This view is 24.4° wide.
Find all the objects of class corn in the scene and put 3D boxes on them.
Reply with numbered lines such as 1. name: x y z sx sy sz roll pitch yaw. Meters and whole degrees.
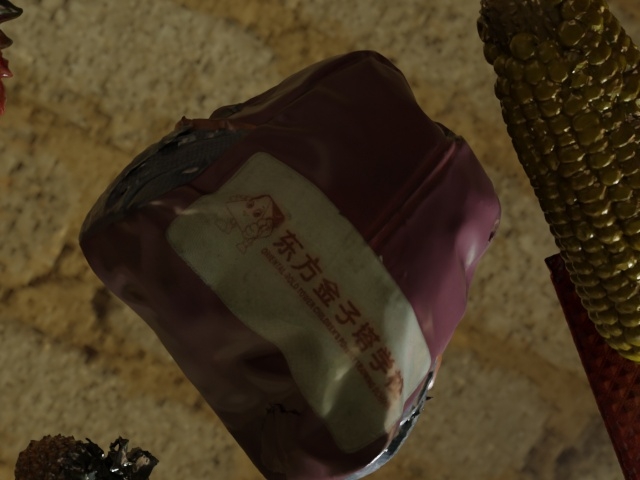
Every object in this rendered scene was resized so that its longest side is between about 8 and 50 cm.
1. corn: 0.206 -0.041 1.019 0.119 0.119 0.321 -92 -23 -69

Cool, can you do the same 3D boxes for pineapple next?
1. pineapple: -0.154 0.149 0.986 0.058 0.124 0.058 18 -117 -39

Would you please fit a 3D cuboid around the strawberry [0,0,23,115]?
1. strawberry: -0.349 -0.055 0.996 0.233 0.306 0.138 23 168 -3

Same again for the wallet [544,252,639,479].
1. wallet: 0.248 0.089 1.119 0.020 0.103 0.196 118 135 -75

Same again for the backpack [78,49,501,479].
1. backpack: 0.000 0.000 1.137 0.283 0.197 0.317 54 -131 -13
